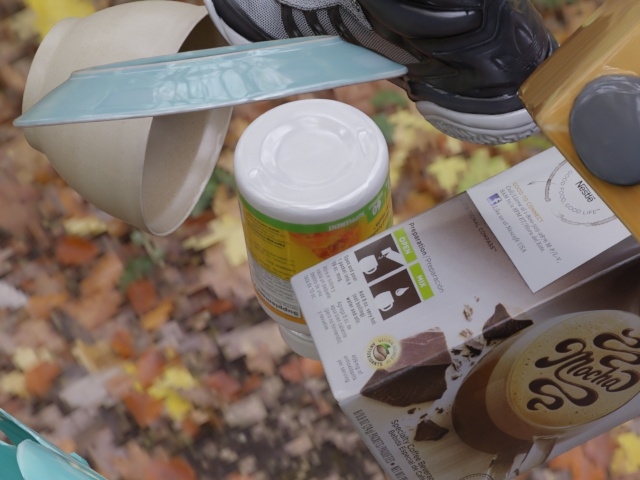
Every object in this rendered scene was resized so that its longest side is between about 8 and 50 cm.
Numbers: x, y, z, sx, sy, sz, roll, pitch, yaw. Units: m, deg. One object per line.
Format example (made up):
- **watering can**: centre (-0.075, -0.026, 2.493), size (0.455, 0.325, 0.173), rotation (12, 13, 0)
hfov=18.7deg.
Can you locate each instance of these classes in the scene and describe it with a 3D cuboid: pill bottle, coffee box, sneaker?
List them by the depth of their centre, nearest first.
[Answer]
- **sneaker**: centre (0.023, -0.160, 1.136), size (0.268, 0.153, 0.101), rotation (24, 62, 35)
- **coffee box**: centre (0.154, 0.043, 1.290), size (0.297, 0.168, 0.119), rotation (-27, 48, 5)
- **pill bottle**: centre (0.000, 0.000, 1.770), size (0.136, 0.246, 0.136), rotation (-3, 51, 3)

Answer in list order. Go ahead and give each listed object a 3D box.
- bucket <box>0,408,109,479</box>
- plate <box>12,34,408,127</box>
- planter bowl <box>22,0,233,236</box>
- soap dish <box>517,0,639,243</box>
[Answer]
- **bucket**: centre (-0.078, 0.209, 0.552), size (0.281, 0.183, 0.281), rotation (-50, 19, 25)
- **plate**: centre (-0.053, -0.077, 0.914), size (0.188, 0.024, 0.188), rotation (-8, 7, 1)
- **planter bowl**: centre (-0.136, -0.095, 1.335), size (0.109, 0.162, 0.162), rotation (18, 57, 14)
- **soap dish**: centre (0.204, -0.041, 0.407), size (0.291, 0.118, 0.229), rotation (-44, 78, 26)
